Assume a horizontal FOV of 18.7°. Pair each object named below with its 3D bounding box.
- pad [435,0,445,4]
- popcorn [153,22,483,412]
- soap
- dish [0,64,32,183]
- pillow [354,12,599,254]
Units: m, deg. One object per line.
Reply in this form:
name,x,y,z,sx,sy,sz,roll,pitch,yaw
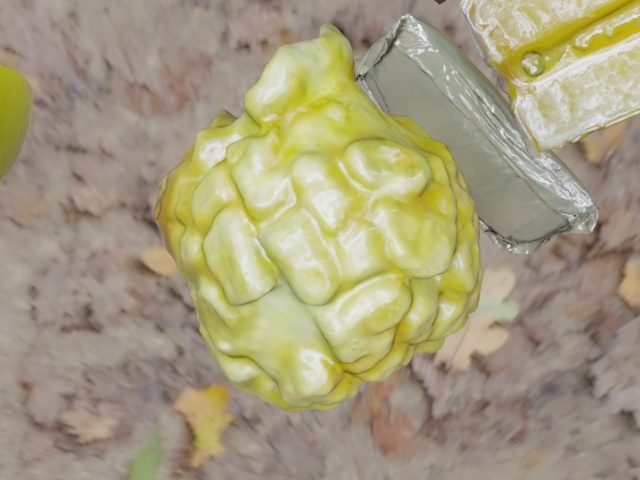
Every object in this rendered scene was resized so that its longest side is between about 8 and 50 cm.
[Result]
pad,0.113,-0.289,1.637,0.003,0.112,0.157,9,124,37
popcorn,-0.004,-0.011,1.184,0.181,0.235,0.216,-24,96,-11
soap,0.236,-0.208,1.255,0.315,0.091,0.199,-26,110,10
dish,-0.394,-0.076,1.828,0.263,0.221,0.108,-12,76,-5
pillow,0.111,-0.073,1.430,0.208,0.119,0.053,47,59,-5
